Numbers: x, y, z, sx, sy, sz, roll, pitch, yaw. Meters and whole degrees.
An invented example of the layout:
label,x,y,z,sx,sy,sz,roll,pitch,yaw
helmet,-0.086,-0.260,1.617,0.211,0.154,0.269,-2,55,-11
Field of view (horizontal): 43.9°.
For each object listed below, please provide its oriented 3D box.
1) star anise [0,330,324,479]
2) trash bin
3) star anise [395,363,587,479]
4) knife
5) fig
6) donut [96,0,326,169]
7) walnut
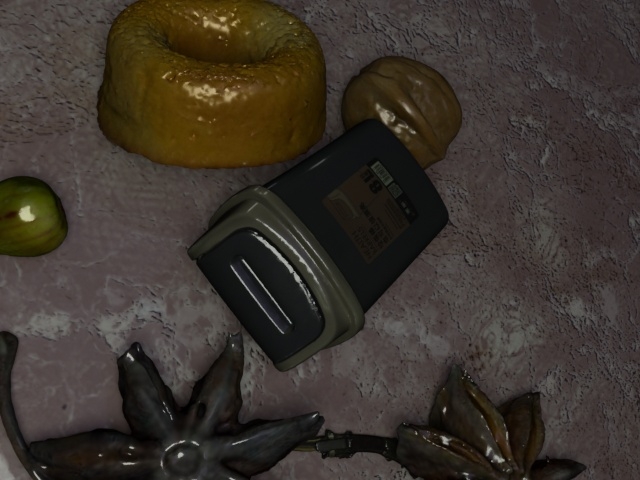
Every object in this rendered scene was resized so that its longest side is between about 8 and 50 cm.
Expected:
label,x,y,z,sx,sy,sz,roll,pitch,yaw
star anise,-0.156,0.226,0.851,0.315,0.139,0.360,-14,68,-24
trash bin,0.000,0.000,0.952,0.290,0.182,0.209,-40,94,-34
star anise,0.212,0.321,0.992,0.331,0.117,0.332,12,62,-23
knife,0.030,0.253,0.983,0.222,0.021,0.046,18,72,-21
fig,-0.357,-0.027,0.850,0.166,0.093,0.093,1,75,-5
donut,-0.121,-0.197,0.918,0.277,0.109,0.278,6,42,-5
walnut,0.106,-0.168,1.064,0.166,0.149,0.167,0,85,1
